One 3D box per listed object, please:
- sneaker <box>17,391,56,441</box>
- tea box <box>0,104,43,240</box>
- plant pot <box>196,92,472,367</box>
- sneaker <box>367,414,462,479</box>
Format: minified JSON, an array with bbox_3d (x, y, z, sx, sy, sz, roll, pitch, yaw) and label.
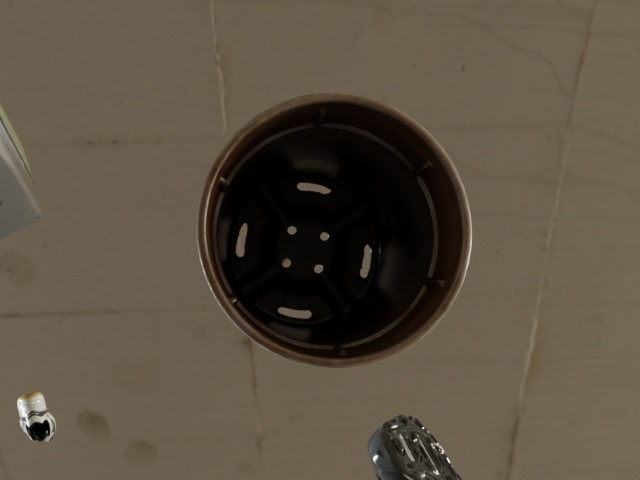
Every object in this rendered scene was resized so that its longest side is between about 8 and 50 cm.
[{"bbox_3d":[-0.271,0.179,0.844,0.032,0.037,0.083,-17,-33,-14],"label":"sneaker"},{"bbox_3d":[-0.376,-0.139,0.613,0.220,0.323,0.329,-28,-66,-13],"label":"tea box"},{"bbox_3d":[0.000,0.000,0.608,0.167,0.165,0.167,1,-95,-7],"label":"plant pot"},{"bbox_3d":[0.088,0.250,0.806,0.108,0.100,0.271,-29,-39,0],"label":"sneaker"}]
